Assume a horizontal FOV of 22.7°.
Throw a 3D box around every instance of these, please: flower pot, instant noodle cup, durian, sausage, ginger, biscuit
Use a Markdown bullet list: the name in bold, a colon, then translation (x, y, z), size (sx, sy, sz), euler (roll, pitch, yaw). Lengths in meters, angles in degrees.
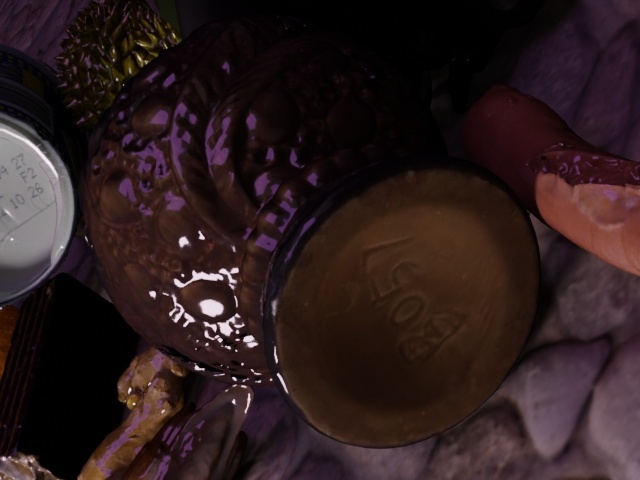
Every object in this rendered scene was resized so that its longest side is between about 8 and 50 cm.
- **flower pot**: translation (0.000, 0.000, 1.077), size (0.266, 0.266, 0.267), euler (-56, 35, 2)
- **instant noodle cup**: translation (-0.352, -0.057, 1.617), size (0.284, 0.284, 0.312), euler (-56, 17, 2)
- **durian**: translation (-0.176, -0.163, 1.647), size (0.176, 0.200, 0.237), euler (-29, 38, 5)
- **sausage**: translation (0.167, -0.033, 0.993), size (0.078, 0.078, 0.304), euler (-55, 24, 5)
- **ginger**: translation (-0.160, 0.153, 1.408), size (0.176, 0.052, 0.193), euler (-56, 22, 14)
- **biscuit**: translation (-0.244, 0.152, 1.501), size (0.070, 0.106, 0.252), euler (-35, 32, 32)

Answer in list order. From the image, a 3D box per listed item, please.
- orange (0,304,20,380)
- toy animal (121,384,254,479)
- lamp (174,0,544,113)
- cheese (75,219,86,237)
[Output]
- **orange**: translation (-0.376, 0.150, 1.691), size (0.193, 0.161, 0.193), euler (-58, 17, 30)
- **toy animal**: translation (-0.109, 0.180, 1.251), size (0.188, 0.089, 0.179), euler (-57, 15, 4)
- **lamp**: translation (-0.026, -0.185, 1.285), size (0.205, 0.374, 0.272), euler (-73, 1, -46)
- **cheese**: translation (-0.294, -0.075, 1.944), size (0.127, 0.054, 0.251), euler (-59, 23, -4)
